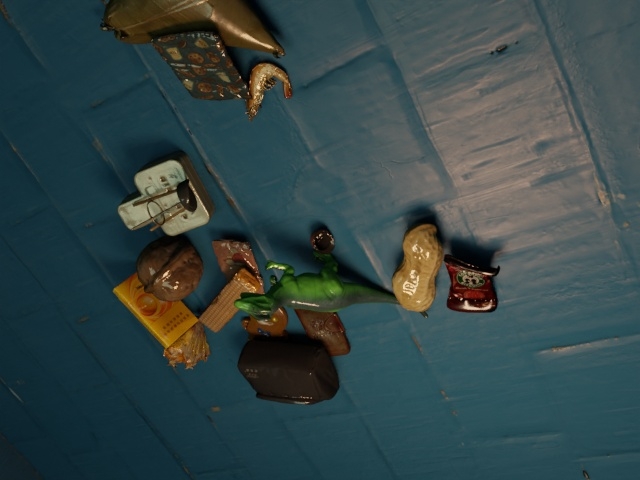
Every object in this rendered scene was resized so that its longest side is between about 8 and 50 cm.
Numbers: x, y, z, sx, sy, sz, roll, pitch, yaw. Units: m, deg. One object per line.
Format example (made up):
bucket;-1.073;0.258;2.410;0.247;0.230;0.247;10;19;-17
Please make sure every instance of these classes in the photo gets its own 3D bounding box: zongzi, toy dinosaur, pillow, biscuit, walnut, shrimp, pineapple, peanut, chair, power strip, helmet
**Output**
zongzi;-0.364;-0.534;1.603;0.447;0.181;0.418;-27;116;34
toy dinosaur;0.050;0.178;1.775;0.500;0.374;0.144;21;118;11
pillow;-0.258;0.095;2.023;0.135;0.049;0.248;3;130;21
biscuit;-0.303;0.203;2.067;0.094;0.054;0.379;39;140;-4
walnut;-0.490;0.095;2.017;0.224;0.224;0.224;10;124;15
shrimp;-0.139;-0.393;1.685;0.124;0.034;0.178;17;122;3
biscuit;-0.186;0.296;2.142;0.180;0.039;0.236;19;124;11
pineapple;-0.478;0.367;2.236;0.114;0.186;0.236;6;164;10
peanut;0.273;0.078;1.763;0.136;0.120;0.298;-12;127;-24
biscuit;0.427;0.123;1.759;0.151;0.063;0.235;4;144;18
chair;-0.451;-0.096;1.846;0.221;0.104;0.095;-26;143;20
pillow;-0.299;-0.441;1.600;0.189;0.034;0.255;5;156;19
power strip;-0.487;-0.136;1.945;0.261;0.141;0.229;-19;114;15
helmet;0.000;0.001;1.867;0.049;0.065;0.084;25;151;56

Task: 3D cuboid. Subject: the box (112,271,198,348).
box;-0.566;0.226;2.146;0.269;0.152;0.043;47;139;1

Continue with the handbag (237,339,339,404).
handbag;-0.105;0.472;2.108;0.302;0.178;0.275;0;132;22

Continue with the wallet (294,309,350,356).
wallet;0.005;0.279;2.055;0.137;0.031;0.255;-15;116;25
